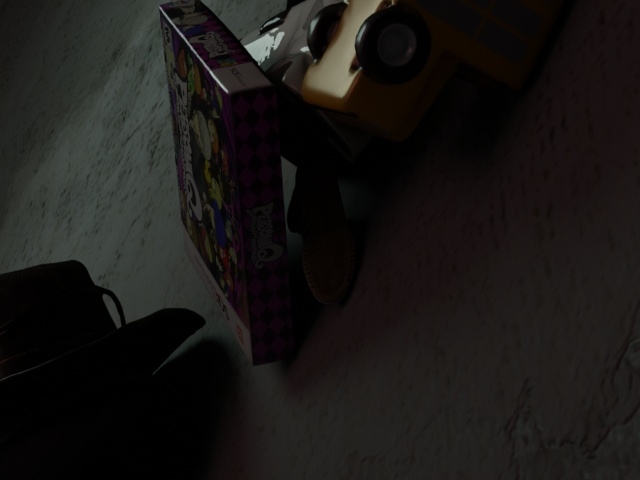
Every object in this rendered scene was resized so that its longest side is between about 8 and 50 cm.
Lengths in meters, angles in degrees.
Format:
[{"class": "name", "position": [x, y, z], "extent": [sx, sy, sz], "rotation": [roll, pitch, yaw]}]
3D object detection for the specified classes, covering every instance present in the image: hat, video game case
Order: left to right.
[{"class": "hat", "position": [-0.271, 0.095, 1.392], "extent": [0.331, 0.331, 0.134], "rotation": [-39, 76, 46]}, {"class": "video game case", "position": [-0.075, -0.050, 1.269], "extent": [0.210, 0.042, 0.232], "rotation": [-127, 30, -57]}]

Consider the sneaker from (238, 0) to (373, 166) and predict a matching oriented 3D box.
[{"class": "sneaker", "position": [0.006, -0.144, 1.317], "extent": [0.146, 0.122, 0.330], "rotation": [-48, 19, -9]}]

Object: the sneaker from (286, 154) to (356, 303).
[{"class": "sneaker", "position": [0.000, 0.000, 1.239], "extent": [0.067, 0.042, 0.118], "rotation": [107, 158, -68]}]

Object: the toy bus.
[{"class": "toy bus", "position": [0.114, -0.220, 1.108], "extent": [0.332, 0.130, 0.108], "rotation": [-64, 23, 0]}]

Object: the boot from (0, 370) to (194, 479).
[{"class": "boot", "position": [-0.155, 0.271, 1.102], "extent": [0.367, 0.146, 0.445], "rotation": [-33, 26, -21]}]
